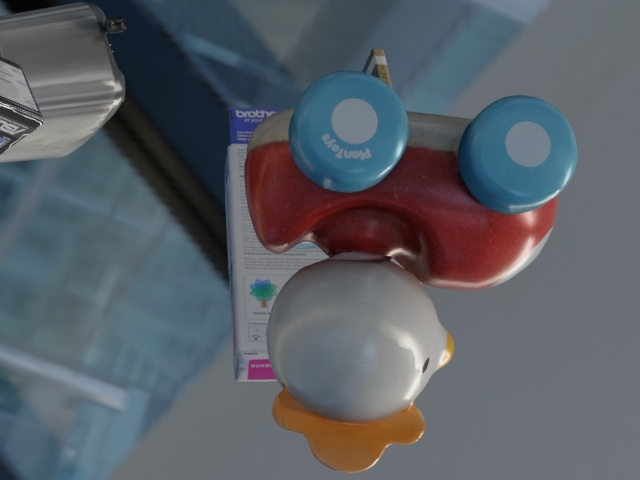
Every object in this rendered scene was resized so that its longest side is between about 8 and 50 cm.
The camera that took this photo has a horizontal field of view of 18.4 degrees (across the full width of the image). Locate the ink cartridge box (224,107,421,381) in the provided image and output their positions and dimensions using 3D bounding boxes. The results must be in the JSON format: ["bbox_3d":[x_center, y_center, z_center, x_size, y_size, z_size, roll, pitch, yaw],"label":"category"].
[{"bbox_3d":[0.000,0.000,1.971,0.065,0.186,0.311,99,-12,-53],"label":"ink cartridge box"}]

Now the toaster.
[{"bbox_3d":[-0.297,-0.156,1.988,0.227,0.146,0.129,-31,-106,57],"label":"toaster"}]

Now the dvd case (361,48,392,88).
[{"bbox_3d":[0.062,-0.076,2.195,0.164,0.018,0.221,114,-30,-52],"label":"dvd case"}]

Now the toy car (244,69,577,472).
[{"bbox_3d":[0.047,0.038,1.299,0.219,0.210,0.238,133,-37,-75],"label":"toy car"}]

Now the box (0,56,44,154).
[{"bbox_3d":[-0.375,-0.087,1.510,0.216,0.270,0.060,-33,-114,19],"label":"box"}]
